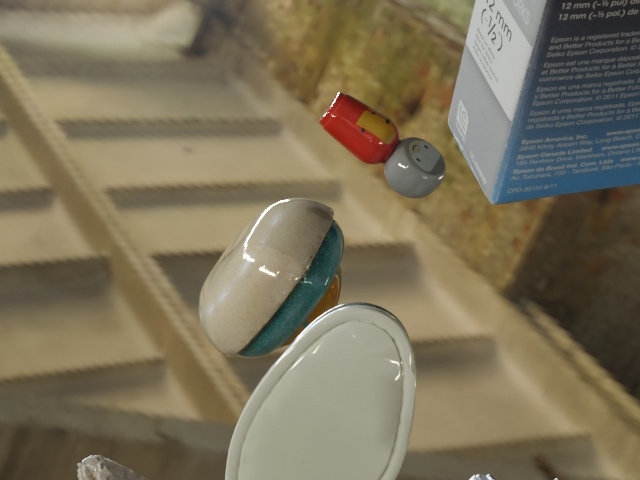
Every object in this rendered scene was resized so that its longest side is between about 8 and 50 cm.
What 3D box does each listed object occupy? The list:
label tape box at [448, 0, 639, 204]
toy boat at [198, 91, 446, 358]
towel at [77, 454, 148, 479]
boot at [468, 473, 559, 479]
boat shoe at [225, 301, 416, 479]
[{"bbox_3d":[0.257,-0.197,1.266,0.249,0.348,0.115,-8,-133,-17],"label":"label tape box"},{"bbox_3d":[0.000,0.000,1.774,0.148,0.318,0.267,35,171,-6],"label":"toy boat"},{"bbox_3d":[-0.120,0.326,1.451,0.187,0.049,0.282,41,-159,-54],"label":"towel"},{"bbox_3d":[0.217,0.266,1.626,0.069,0.086,0.190,43,-177,-32],"label":"boot"},{"bbox_3d":[-0.010,0.168,1.187,0.116,0.319,0.099,17,-154,0],"label":"boat shoe"}]
